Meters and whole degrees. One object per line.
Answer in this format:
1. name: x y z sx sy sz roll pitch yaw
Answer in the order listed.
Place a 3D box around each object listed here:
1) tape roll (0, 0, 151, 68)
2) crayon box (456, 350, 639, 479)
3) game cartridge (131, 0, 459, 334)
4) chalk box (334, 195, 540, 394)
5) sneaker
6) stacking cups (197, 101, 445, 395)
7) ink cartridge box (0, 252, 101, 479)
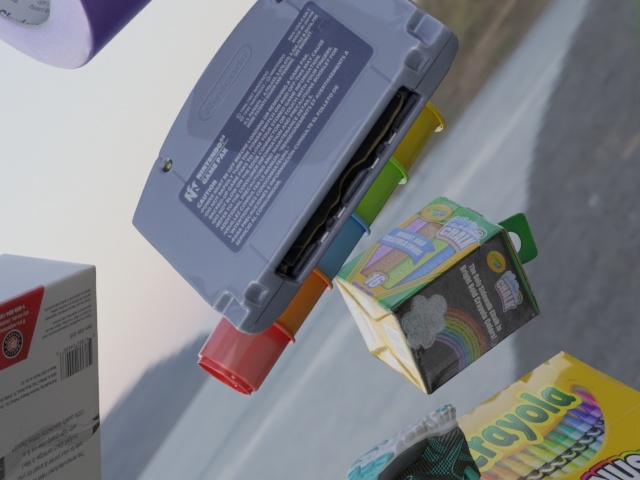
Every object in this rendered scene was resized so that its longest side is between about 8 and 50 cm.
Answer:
1. tape roll: -0.254 -0.266 1.498 0.090 0.275 0.275 -47 -2 -20
2. crayon box: 0.254 0.256 1.667 0.363 0.313 0.106 -23 -44 -54
3. game cartridge: -0.030 -0.092 1.549 0.060 0.196 0.294 23 -75 -51
4. chalk box: 0.148 0.046 2.123 0.213 0.132 0.132 -35 33 -16
5. sneaker: 0.083 0.184 1.499 0.065 0.076 0.166 -36 -8 30
6. stacking cups: 0.000 0.000 1.742 0.316 0.096 0.096 -60 1 -9
7. ink cartridge box: -0.308 0.169 1.812 0.197 0.114 0.273 -26 -61 -61
